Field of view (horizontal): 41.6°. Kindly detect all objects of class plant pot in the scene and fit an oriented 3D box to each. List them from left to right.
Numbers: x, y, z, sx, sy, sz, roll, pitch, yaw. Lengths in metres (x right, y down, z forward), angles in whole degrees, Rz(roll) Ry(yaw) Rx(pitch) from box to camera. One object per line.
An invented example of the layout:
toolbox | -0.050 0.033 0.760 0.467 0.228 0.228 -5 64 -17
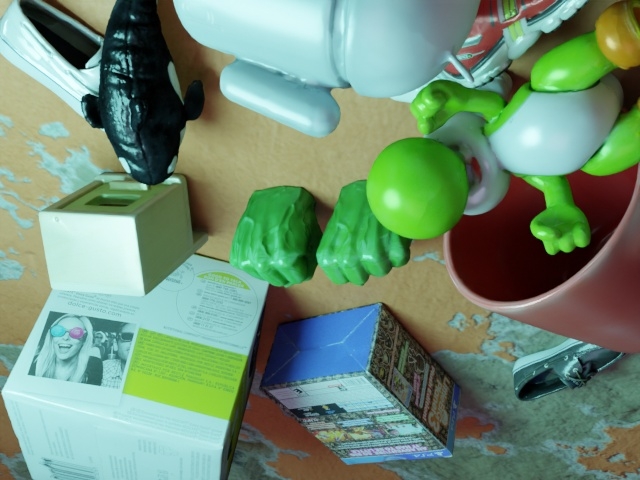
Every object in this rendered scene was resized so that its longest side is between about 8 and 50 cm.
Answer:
plant pot | 0.330 0.004 1.016 0.243 0.274 0.275 31 141 -31

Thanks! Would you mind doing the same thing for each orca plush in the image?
orca plush | -0.201 -0.184 1.015 0.151 0.102 0.287 8 118 -23

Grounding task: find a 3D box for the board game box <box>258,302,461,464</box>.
board game box | 0.078 0.267 1.510 0.232 0.141 0.291 -15 133 34

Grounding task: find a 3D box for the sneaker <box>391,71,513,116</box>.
sneaker | 0.148 -0.175 0.999 0.152 0.061 0.053 5 143 16

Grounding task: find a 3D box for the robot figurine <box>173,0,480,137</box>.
robot figurine | 0.000 -0.255 0.802 0.354 0.200 0.299 20 103 18

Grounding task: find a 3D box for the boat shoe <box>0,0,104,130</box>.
boat shoe | -0.288 -0.215 1.077 0.258 0.095 0.084 29 141 -21

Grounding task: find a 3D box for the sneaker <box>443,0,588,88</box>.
sneaker | 0.195 -0.262 0.843 0.118 0.107 0.279 35 137 -11

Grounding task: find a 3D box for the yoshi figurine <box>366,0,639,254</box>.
yoshi figurine | 0.190 -0.090 0.867 0.203 0.203 0.362 19 148 -41

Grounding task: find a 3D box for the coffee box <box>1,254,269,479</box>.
coffee box | -0.292 0.234 1.443 0.338 0.334 0.337 13 141 0

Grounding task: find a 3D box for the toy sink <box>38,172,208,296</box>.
toy sink | -0.284 -0.025 1.262 0.153 0.234 0.131 4 111 17

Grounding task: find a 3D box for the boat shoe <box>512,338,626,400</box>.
boat shoe | 0.405 0.210 1.375 0.080 0.076 0.229 37 138 -25

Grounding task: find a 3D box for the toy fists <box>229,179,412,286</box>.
toy fists | 0.000 0.000 1.203 0.279 0.142 0.096 -2 139 22
